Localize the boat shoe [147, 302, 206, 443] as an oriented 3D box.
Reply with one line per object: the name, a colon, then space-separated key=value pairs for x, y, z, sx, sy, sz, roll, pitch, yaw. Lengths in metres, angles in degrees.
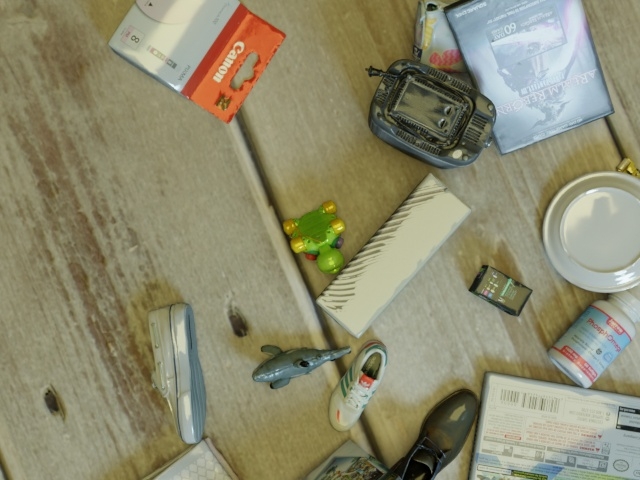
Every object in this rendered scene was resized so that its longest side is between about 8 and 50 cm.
boat shoe: x=-0.236 y=0.216 z=1.535 sx=0.075 sy=0.083 sz=0.226 roll=-9 pitch=76 yaw=10

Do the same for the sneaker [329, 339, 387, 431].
sneaker: x=0.060 y=0.235 z=1.531 sx=0.057 sy=0.075 sz=0.161 roll=29 pitch=87 yaw=1

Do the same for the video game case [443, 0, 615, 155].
video game case: x=0.332 y=-0.281 z=1.492 sx=0.196 sy=0.026 sz=0.274 roll=-20 pitch=121 yaw=13

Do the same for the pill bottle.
pill bottle: x=0.451 y=0.154 z=1.536 sx=0.087 sy=0.087 sz=0.160 roll=43 pitch=87 yaw=1

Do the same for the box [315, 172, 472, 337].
box: x=0.115 y=0.026 z=1.526 sx=0.094 sy=0.113 sz=0.275 roll=41 pitch=86 yaw=2

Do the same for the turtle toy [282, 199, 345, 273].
turtle toy: x=0.000 y=0.000 z=1.532 sx=0.095 sy=0.130 sz=0.066 roll=-25 pitch=132 yaw=1

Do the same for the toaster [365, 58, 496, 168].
toaster: x=0.163 y=-0.199 z=1.518 sx=0.227 sy=0.146 sz=0.129 roll=25 pitch=86 yaw=0

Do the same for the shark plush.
shark plush: x=-0.030 y=0.205 z=1.535 sx=0.161 sy=0.067 sz=0.073 roll=-2 pitch=87 yaw=-1

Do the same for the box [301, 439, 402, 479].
box: x=0.005 y=0.422 z=1.455 sx=0.233 sy=0.159 sz=0.044 roll=-38 pitch=115 yaw=-16

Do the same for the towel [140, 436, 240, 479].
towel: x=-0.230 y=0.532 z=1.526 sx=0.331 sy=0.053 sz=0.317 roll=-34 pitch=89 yaw=-1

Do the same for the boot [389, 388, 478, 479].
boot: x=0.187 y=0.335 z=1.513 sx=0.082 sy=0.106 sz=0.219 roll=37 pitch=88 yaw=0

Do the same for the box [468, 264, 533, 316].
box: x=0.293 y=0.082 z=1.549 sx=0.083 sy=0.062 sz=0.052 roll=29 pitch=88 yaw=1

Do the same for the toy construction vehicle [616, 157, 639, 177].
toy construction vehicle: x=0.524 y=-0.084 z=1.574 sx=0.086 sy=0.035 sz=0.098 roll=-45 pitch=89 yaw=-3

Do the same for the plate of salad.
plate of salad: x=0.464 y=-0.014 z=1.545 sx=0.199 sy=0.048 sz=0.200 roll=-2 pitch=83 yaw=18

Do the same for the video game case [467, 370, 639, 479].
video game case: x=0.408 y=0.388 z=1.551 sx=0.328 sy=0.036 sz=0.300 roll=10 pitch=87 yaw=-1

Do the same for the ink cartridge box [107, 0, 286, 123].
ink cartridge box: x=-0.203 y=-0.335 z=1.566 sx=0.232 sy=0.066 sz=0.189 roll=33 pitch=87 yaw=5

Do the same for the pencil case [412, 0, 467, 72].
pencil case: x=0.284 y=-0.333 z=1.539 sx=0.273 sy=0.124 sz=0.114 roll=3 pitch=47 yaw=-2
